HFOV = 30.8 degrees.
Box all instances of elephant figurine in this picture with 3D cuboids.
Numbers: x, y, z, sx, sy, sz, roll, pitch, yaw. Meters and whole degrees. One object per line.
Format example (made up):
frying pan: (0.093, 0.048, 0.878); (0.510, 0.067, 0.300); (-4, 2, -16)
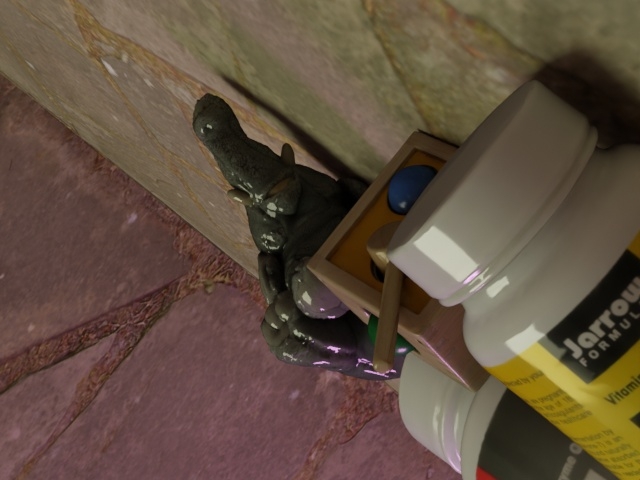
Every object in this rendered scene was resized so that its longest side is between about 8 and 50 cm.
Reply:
elephant figurine: (0.000, 0.000, 0.970); (0.169, 0.186, 0.239); (-5, -151, -27)

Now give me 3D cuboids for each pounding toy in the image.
pounding toy: (0.062, 0.017, 0.678); (0.130, 0.141, 0.100); (30, 168, 49)

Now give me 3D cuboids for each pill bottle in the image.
pill bottle: (0.187, 0.133, 0.687); (0.283, 0.161, 0.161); (31, 169, 44)
pill bottle: (0.138, 0.035, 0.501); (0.208, 0.119, 0.119); (39, 173, -4)
